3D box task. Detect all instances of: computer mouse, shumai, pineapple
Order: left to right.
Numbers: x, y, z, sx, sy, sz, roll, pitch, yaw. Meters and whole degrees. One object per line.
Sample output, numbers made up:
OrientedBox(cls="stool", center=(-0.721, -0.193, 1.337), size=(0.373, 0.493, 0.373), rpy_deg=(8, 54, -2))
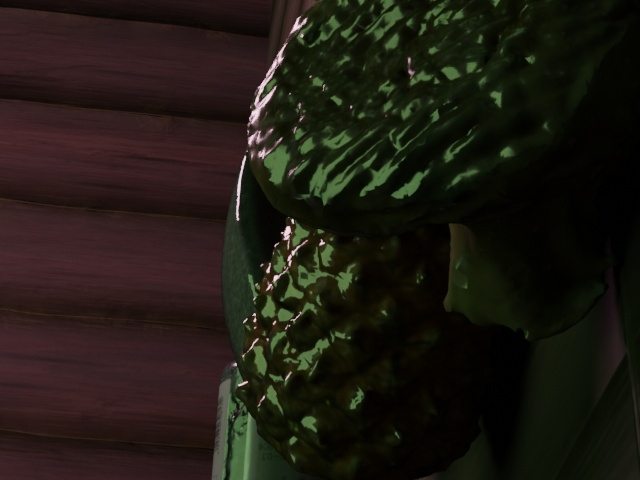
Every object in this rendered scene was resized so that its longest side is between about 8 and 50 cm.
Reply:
OrientedBox(cls="computer mouse", center=(-0.004, -0.001, 1.215), size=(0.374, 0.114, 0.203), rpy_deg=(-75, -27, -46))
OrientedBox(cls="pineapple", center=(0.053, -0.033, 0.935), size=(0.169, 0.169, 0.340), rpy_deg=(-98, 19, -66))
OrientedBox(cls="shumai", center=(0.080, -0.055, 0.759), size=(0.153, 0.210, 0.161), rpy_deg=(42, -151, -39))

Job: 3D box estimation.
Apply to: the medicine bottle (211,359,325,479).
OrientedBox(cls="medicine bottle", center=(-0.028, 0.253, 1.422), size=(0.141, 0.141, 0.293), rpy_deg=(112, 163, -69))
